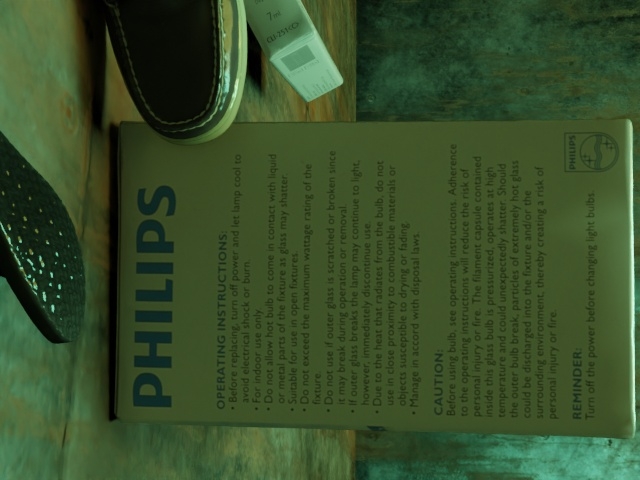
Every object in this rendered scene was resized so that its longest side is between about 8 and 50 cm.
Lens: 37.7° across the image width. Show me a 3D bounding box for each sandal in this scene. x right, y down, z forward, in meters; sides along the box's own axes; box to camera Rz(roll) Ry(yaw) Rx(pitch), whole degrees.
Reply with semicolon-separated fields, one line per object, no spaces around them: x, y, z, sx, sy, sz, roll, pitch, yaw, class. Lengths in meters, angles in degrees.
-0.163;-0.021;0.438;0.067;0.040;0.179;-91;161;-50;sandal

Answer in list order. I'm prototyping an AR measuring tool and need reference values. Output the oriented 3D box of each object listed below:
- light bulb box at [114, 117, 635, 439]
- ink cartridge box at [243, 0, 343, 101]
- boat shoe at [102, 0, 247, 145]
0.051;0.034;0.810;0.358;0.361;0.225;32;58;-82;light bulb box
-0.068;-0.315;1.130;0.261;0.066;0.296;64;6;4;ink cartridge box
-0.114;-0.205;0.615;0.092;0.103;0.285;-12;97;-78;boat shoe
